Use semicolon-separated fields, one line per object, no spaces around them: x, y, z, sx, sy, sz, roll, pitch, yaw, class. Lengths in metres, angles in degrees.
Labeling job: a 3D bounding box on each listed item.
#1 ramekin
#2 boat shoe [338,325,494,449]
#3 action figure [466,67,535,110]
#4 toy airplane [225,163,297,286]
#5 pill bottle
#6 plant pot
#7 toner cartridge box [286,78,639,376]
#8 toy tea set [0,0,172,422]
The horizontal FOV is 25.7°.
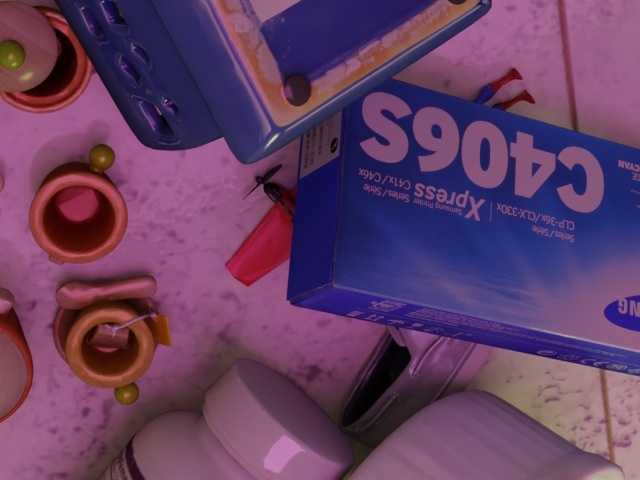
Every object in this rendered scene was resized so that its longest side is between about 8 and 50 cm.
0.104;0.252;1.120;0.277;0.135;0.277;-36;147;-28;ramekin
0.086;0.078;1.142;0.081;0.079;0.227;20;109;-22;boat shoe
0.113;-0.093;1.111;0.115;0.030;0.038;-31;118;4;action figure
0.000;0.000;1.123;0.151;0.028;0.151;-3;113;-8;toy airplane
-0.115;0.244;1.119;0.169;0.169;0.301;37;100;-22;pill bottle
-0.041;-0.195;0.912;0.236;0.212;0.236;-33;115;-15;plant pot
0.151;-0.004;1.059;0.348;0.075;0.165;12;73;-24;toner cartridge box
-0.226;-0.004;1.023;0.200;0.124;0.336;-11;113;-7;toy tea set
